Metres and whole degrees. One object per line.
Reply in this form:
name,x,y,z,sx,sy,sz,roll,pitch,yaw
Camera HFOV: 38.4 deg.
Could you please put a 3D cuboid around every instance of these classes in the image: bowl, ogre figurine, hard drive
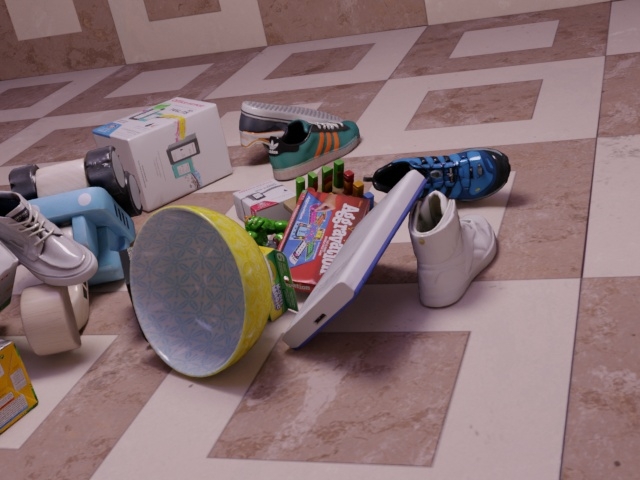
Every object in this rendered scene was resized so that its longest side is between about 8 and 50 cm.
bowl,-0.174,0.075,1.557,0.289,0.290,0.156,10,14,40
ogre figurine,-0.111,0.006,1.865,0.118,0.097,0.197,18,53,20
hard drive,0.062,0.031,1.582,0.210,0.040,0.319,-47,6,46

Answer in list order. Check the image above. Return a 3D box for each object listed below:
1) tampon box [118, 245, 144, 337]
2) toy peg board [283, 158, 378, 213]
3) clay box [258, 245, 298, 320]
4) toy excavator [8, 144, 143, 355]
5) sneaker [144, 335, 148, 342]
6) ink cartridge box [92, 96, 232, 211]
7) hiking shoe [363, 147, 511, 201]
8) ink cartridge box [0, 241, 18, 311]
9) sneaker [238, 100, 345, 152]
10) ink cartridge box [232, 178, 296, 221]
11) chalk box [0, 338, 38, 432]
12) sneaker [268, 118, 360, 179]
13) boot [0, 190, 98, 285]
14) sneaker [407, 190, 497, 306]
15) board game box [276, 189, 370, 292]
tampon box,-0.313,0.085,1.745,0.101,0.121,0.161,-18,25,-10
toy peg board,0.029,-0.094,1.962,0.161,0.079,0.160,-27,47,-27
clay box,-0.144,0.070,1.690,0.222,0.128,0.053,10,32,41
toy excavator,-0.492,0.033,1.862,0.222,0.446,0.433,-13,-17,1
sneaker,-0.266,0.159,1.664,0.109,0.040,0.043,-22,28,-19
ink cartridge box,-0.405,-0.229,2.372,0.270,0.197,0.198,-29,29,-33
hiking shoe,0.249,-0.127,1.929,0.304,0.113,0.132,-6,6,38
ink cartridge box,-0.673,0.102,1.676,0.201,0.117,0.278,-46,1,-29
sneaker,-0.082,-0.295,2.474,0.321,0.128,0.126,2,20,-33
ink cartridge box,-0.121,-0.079,2.077,0.109,0.063,0.150,-21,26,-19
chalk box,-0.609,0.242,1.541,0.213,0.132,0.132,4,30,34
sneaker,-0.012,-0.264,2.353,0.108,0.121,0.302,12,34,42
boot,-0.516,-0.009,1.639,0.258,0.123,0.095,18,53,28
sneaker,0.242,-0.023,1.660,0.108,0.169,0.292,-2,25,26
board game box,0.000,0.000,1.791,0.145,0.027,0.281,9,40,9
